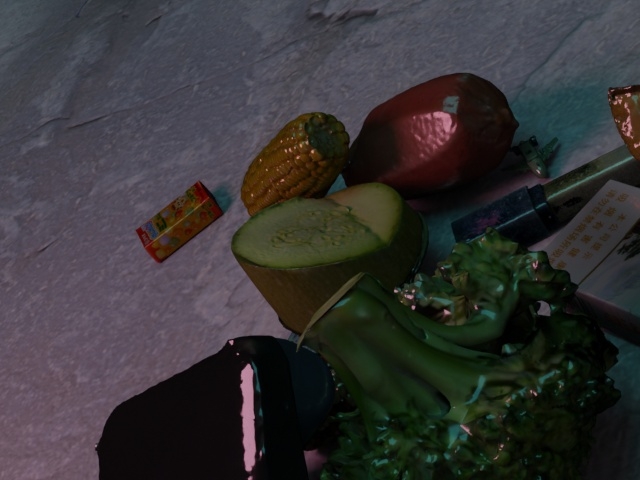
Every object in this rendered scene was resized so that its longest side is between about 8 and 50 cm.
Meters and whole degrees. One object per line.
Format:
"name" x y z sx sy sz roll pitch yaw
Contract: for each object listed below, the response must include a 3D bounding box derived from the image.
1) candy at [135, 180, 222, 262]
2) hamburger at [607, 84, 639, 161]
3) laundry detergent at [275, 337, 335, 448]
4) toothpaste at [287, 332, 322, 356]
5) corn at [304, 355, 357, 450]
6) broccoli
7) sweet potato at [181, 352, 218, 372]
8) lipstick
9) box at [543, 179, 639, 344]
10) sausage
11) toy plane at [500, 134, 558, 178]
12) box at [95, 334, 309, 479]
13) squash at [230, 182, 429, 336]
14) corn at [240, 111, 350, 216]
"candy" -0.204 -0.028 2.237 0.122 0.038 0.062 -38 33 1
"hamburger" 0.450 -0.123 1.657 0.262 0.124 0.131 -4 90 32
"laundry detergent" -0.085 0.249 1.674 0.290 0.094 0.143 -61 18 27
"toothpaste" 0.030 0.069 1.892 0.065 0.050 0.267 0 49 42
"corn" 0.057 0.140 1.753 0.253 0.086 0.086 -37 33 1
"broccoli" 0.126 0.166 1.504 0.338 0.318 0.277 -17 5 -10
"sweet potato" -0.131 0.196 1.838 0.359 0.112 0.112 -32 27 50
"lipstick" 0.301 -0.061 1.792 0.312 0.051 0.051 -28 37 14
"box" 0.348 0.031 1.624 0.149 0.067 0.233 -48 35 -13
"sausage" 0.137 -0.127 1.930 0.254 0.148 0.148 -16 38 47
"toy plane" 0.258 -0.102 1.895 0.080 0.033 0.083 -29 35 4
"box" -0.110 0.298 1.510 0.350 0.091 0.359 -31 62 53
"squash" 0.014 0.001 1.837 0.220 0.133 0.220 -24 31 16
"corn" -0.034 -0.086 1.976 0.106 0.106 0.305 -51 2 -18
